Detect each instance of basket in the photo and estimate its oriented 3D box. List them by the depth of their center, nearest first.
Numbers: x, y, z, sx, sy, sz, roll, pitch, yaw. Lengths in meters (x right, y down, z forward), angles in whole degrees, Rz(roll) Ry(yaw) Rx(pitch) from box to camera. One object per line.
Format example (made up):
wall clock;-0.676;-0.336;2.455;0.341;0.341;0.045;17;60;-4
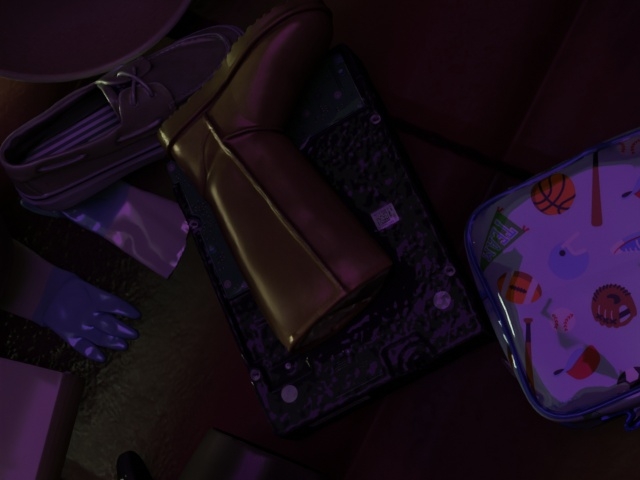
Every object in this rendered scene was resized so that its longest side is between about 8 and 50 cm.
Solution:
basket;-0.092;0.304;1.170;0.204;0.154;0.227;21;81;8

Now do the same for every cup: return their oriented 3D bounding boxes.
cup;-0.304;-0.375;1.344;0.331;0.331;0.237;-33;43;11

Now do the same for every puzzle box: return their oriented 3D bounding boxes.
puzzle box;-0.475;0.239;1.384;0.409;0.052;0.272;10;82;23

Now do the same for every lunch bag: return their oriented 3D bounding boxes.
lunch bag;0.288;0.033;1.105;0.303;0.115;0.243;-26;72;13

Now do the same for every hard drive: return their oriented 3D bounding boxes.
hard drive;0.000;0.000;1.249;0.237;0.064;0.339;-30;70;12

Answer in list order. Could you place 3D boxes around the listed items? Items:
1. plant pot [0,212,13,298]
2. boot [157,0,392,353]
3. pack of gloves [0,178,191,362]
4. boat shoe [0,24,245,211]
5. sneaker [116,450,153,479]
plant pot;-0.416;0.023;1.359;0.237;0.110;0.237;-21;59;40
boot;-0.012;-0.066;1.192;0.236;0.089;0.269;-45;65;20
pack of gloves;-0.273;0.012;1.362;0.232;0.046;0.195;23;86;24
boat shoe;-0.202;-0.136;1.323;0.302;0.094;0.109;-36;68;-2
sneaker;-0.202;0.308;1.262;0.089;0.051;0.170;-25;73;9
